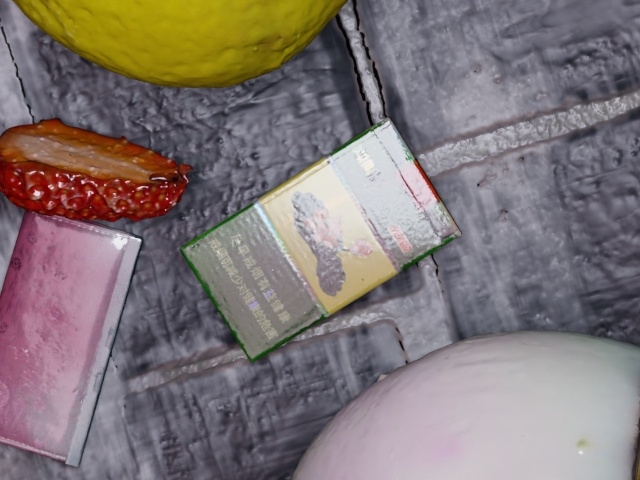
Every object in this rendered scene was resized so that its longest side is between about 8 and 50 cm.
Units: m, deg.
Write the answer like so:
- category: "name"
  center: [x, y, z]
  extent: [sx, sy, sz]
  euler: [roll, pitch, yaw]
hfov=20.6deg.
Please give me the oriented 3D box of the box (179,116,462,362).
- category: "box"
  center: [0.000, 0.000, 1.651]
  extent: [0.235, 0.034, 0.132]
  euler: [-32, 92, 7]

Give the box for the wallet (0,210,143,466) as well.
- category: "wallet"
  center: [-0.257, 0.091, 1.683]
  extent: [0.119, 0.025, 0.232]
  euler: [17, 97, 2]

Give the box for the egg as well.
- category: "egg"
  center: [0.128, 0.251, 1.520]
  extent: [0.339, 0.354, 0.355]
  euler: [2, 96, 19]

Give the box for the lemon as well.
- category: "lemon"
  center: [-0.127, -0.308, 1.482]
  extent: [0.387, 0.350, 0.350]
  euler: [23, 97, 9]

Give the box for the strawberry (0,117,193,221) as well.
- category: "strawberry"
  center: [-0.218, -0.050, 1.621]
  extent: [0.188, 0.121, 0.082]
  euler: [14, 116, 3]
